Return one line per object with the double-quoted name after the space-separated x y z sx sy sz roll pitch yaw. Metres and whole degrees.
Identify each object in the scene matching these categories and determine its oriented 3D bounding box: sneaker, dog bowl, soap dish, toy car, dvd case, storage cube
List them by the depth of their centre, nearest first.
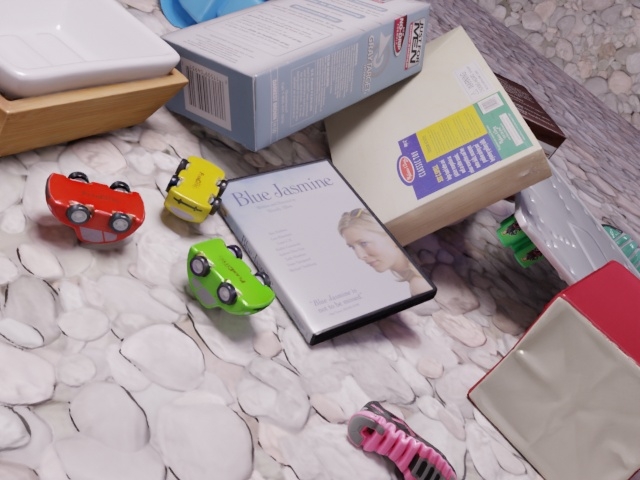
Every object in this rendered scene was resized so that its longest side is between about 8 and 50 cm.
0.084 0.198 0.709 0.119 0.047 0.057 37 18 4 "sneaker"
-0.142 0.005 0.761 0.225 0.053 0.239 44 32 18 "toy car"
-0.328 -0.211 0.834 0.229 0.118 0.291 39 30 10 "soap dish"
0.323 0.163 0.846 0.215 0.183 0.193 47 34 21 "storage cube"
0.000 0.000 0.881 0.180 0.022 0.253 -17 54 -30 "dvd case"
-0.154 -0.392 1.239 0.297 0.166 0.074 48 21 25 "dog bowl"
0.598 0.066 1.387 0.223 0.083 0.098 54 14 25 "sneaker"

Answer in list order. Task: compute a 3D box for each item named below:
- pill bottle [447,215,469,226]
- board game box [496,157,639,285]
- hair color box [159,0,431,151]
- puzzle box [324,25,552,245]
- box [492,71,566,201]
0.224 -0.123 1.218 0.136 0.136 0.246 37 30 6 "pill bottle"
0.410 0.036 1.137 0.390 0.050 0.390 47 28 -11 "board game box"
-0.026 -0.270 1.058 0.185 0.113 0.374 29 45 31 "hair color box"
0.145 -0.161 1.085 0.052 0.272 0.408 55 16 -35 "puzzle box"
0.332 -0.216 1.428 0.167 0.168 0.203 16 33 -27 "box"
